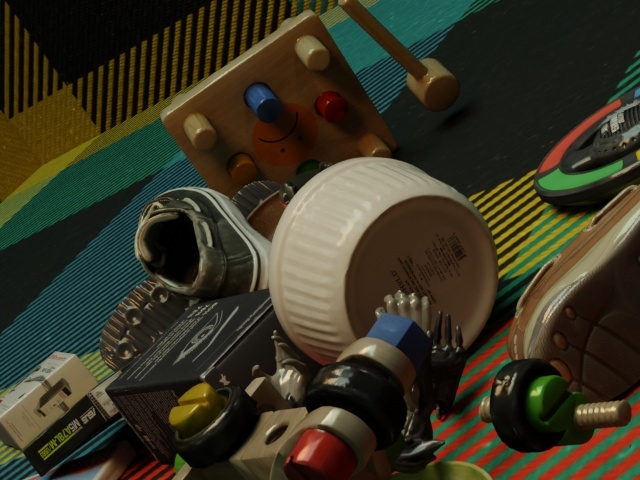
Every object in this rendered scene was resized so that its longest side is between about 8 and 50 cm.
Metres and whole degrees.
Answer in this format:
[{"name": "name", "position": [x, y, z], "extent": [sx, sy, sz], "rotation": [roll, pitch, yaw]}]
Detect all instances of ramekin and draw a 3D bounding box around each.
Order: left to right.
[{"name": "ramekin", "position": [0.066, 0.030, 1.458], "extent": [0.207, 0.207, 0.109], "rotation": [-39, 24, -17]}]

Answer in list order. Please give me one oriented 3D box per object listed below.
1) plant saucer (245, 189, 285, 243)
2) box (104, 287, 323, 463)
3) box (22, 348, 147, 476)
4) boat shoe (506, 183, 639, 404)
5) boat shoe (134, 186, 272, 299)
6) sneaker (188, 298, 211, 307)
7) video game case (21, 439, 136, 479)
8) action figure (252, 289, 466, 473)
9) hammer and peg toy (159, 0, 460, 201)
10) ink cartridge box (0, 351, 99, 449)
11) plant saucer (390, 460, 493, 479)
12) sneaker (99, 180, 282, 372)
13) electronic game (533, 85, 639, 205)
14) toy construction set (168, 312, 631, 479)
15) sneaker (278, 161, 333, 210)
[{"name": "plant saucer", "position": [0.000, 0.000, 1.876], "extent": [0.198, 0.036, 0.198], "rotation": [-11, 41, 10]}, {"name": "box", "position": [-0.098, 0.140, 1.637], "extent": [0.153, 0.108, 0.207], "rotation": [-45, 18, -31]}, {"name": "box", "position": [-0.226, 0.175, 1.798], "extent": [0.190, 0.045, 0.184], "rotation": [-36, -5, -44]}, {"name": "boat shoe", "position": [0.271, -0.001, 1.268], "extent": [0.324, 0.123, 0.116], "rotation": [-37, 13, -13]}, {"name": "boat shoe", "position": [-0.156, -0.003, 1.853], "extent": [0.335, 0.119, 0.121], "rotation": [24, 96, 61]}, {"name": "sneaker", "position": [-0.062, 0.063, 1.910], "extent": [0.192, 0.064, 0.086], "rotation": [-27, 34, -3]}, {"name": "video game case", "position": [-0.335, 0.334, 1.710], "extent": [0.204, 0.025, 0.285], "rotation": [-25, 18, 34]}, {"name": "action figure", "position": [0.028, 0.120, 1.257], "extent": [0.164, 0.141, 0.275], "rotation": [-15, 3, 18]}, {"name": "hammer and peg toy", "position": [-0.012, -0.185, 2.164], "extent": [0.361, 0.266, 0.127], "rotation": [-35, 34, 1]}, {"name": "ink cartridge box", "position": [-0.373, 0.210, 2.108], "extent": [0.135, 0.056, 0.099], "rotation": [-41, 15, -21]}, {"name": "plant saucer", "position": [0.033, 0.253, 1.148], "extent": [0.241, 0.037, 0.241], "rotation": [-31, 15, 10]}, {"name": "sneaker", "position": [-0.149, 0.065, 2.049], "extent": [0.319, 0.112, 0.131], "rotation": [-42, -11, -12]}, {"name": "electronic game", "position": [0.320, -0.109, 1.627], "extent": [0.229, 0.048, 0.229], "rotation": [-32, 16, 10]}, {"name": "toy construction set", "position": [0.008, 0.208, 0.978], "extent": [0.237, 0.257, 0.309], "rotation": [-11, 59, 46]}, {"name": "sneaker", "position": [0.068, 0.011, 1.711], "extent": [0.097, 0.135, 0.276], "rotation": [-30, 34, -32]}]
